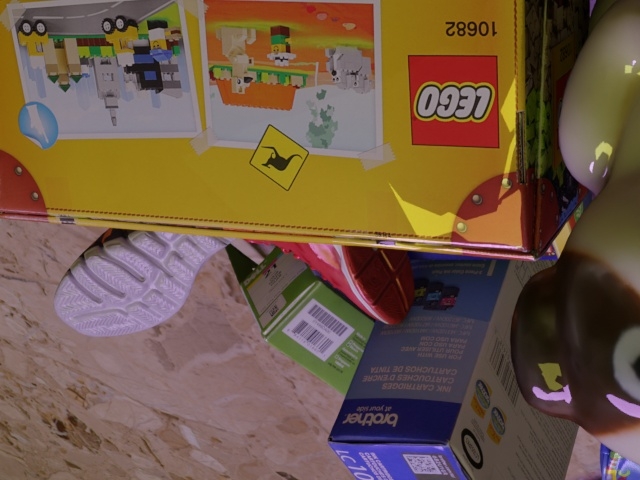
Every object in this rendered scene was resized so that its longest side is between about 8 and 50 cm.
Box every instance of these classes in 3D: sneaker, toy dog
[{"bbox_3d":[0.000,0.000,1.191,0.128,0.087,0.221,-9,122,49],"label":"sneaker"},{"bbox_3d":[-0.179,-0.024,1.337,0.321,0.180,0.124,-36,118,20],"label":"sneaker"},{"bbox_3d":[0.269,-0.034,0.790,0.284,0.408,0.395,24,141,1],"label":"toy dog"}]

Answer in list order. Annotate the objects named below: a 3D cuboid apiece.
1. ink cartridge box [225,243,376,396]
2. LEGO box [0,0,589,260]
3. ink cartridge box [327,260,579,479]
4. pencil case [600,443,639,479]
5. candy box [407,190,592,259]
[{"bbox_3d":[-0.007,0.069,1.396,0.097,0.255,0.189,-46,121,9],"label":"ink cartridge box"},{"bbox_3d":[-0.044,-0.203,0.935,0.500,0.193,0.373,5,111,24],"label":"LEGO box"},{"bbox_3d":[0.164,0.186,1.250,0.151,0.395,0.270,-5,134,33],"label":"ink cartridge box"},{"bbox_3d":[0.496,0.266,1.397,0.306,0.119,0.133,2,162,26],"label":"pencil case"},{"bbox_3d":[0.097,-0.104,1.159,0.317,0.122,0.268,-1,137,28],"label":"candy box"}]
